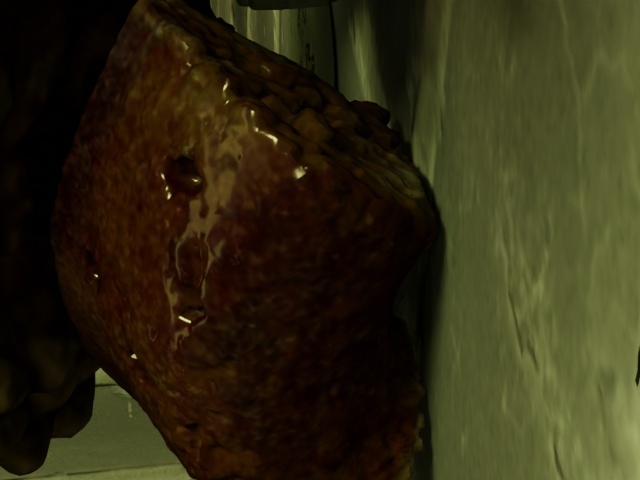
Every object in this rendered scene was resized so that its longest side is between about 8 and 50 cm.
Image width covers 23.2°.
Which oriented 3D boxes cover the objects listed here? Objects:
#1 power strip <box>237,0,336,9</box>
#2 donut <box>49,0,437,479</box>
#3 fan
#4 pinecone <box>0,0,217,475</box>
[{"bbox_3d":[-0.007,-0.158,0.605,0.272,0.052,0.078,125,141,-80],"label":"power strip"},{"bbox_3d":[-0.025,0.027,0.555,0.126,0.144,0.186,49,121,46],"label":"donut"},{"bbox_3d":[-0.001,0.000,0.849,0.233,0.012,0.414,99,166,-69],"label":"fan"},{"bbox_3d":[-0.222,-0.085,0.645,0.398,0.398,0.397,176,90,-84],"label":"pinecone"}]
